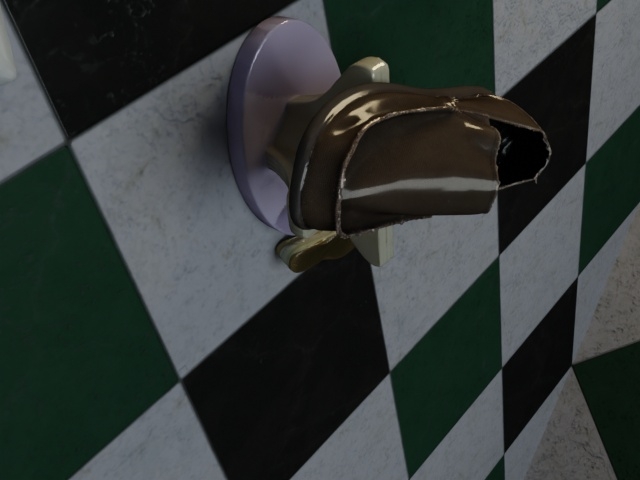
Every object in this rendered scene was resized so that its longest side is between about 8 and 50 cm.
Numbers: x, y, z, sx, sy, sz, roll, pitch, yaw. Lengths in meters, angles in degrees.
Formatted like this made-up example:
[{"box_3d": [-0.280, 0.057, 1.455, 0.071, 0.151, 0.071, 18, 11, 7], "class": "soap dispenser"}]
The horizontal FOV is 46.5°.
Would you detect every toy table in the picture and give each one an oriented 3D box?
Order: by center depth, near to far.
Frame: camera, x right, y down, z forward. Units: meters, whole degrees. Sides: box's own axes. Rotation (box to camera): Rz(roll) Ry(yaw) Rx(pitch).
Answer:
[{"box_3d": [0.011, -0.103, 0.851, 0.252, 0.160, 0.274, -45, 140, -24], "class": "toy table"}]

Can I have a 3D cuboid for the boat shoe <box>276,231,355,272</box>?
[{"box_3d": [0.000, 0.000, 0.991, 0.135, 0.045, 0.050, -19, 134, -42], "class": "boat shoe"}]

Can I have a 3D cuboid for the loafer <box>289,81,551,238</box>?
[{"box_3d": [0.119, -0.087, 0.745, 0.365, 0.130, 0.134, -24, 129, -42], "class": "loafer"}]

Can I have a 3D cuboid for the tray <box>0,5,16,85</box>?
[{"box_3d": [-0.341, -0.141, 0.504, 0.270, 0.030, 0.145, -29, 130, -38], "class": "tray"}]
